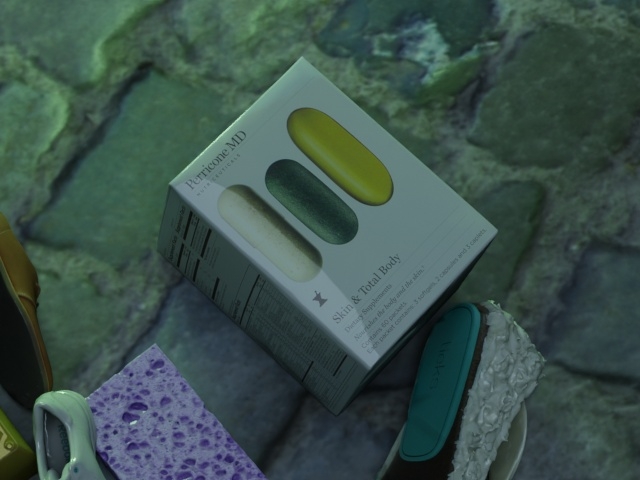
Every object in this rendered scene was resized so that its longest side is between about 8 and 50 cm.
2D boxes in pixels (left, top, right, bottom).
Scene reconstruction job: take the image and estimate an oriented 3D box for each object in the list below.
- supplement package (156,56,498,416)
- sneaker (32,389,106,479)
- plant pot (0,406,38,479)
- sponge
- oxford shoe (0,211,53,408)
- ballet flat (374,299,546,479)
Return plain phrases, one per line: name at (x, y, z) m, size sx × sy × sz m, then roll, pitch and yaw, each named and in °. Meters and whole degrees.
supplement package at (0.000, 0.000, 1.819) m, size 0.263 × 0.198 × 0.199 m, roll 42°, pitch 70°, yaw 7°
sneaker at (-0.234, 0.248, 1.736) m, size 0.080 × 0.094 × 0.212 m, roll -24°, pitch 84°, yaw 4°
plant pot at (-0.324, 0.204, 1.757) m, size 0.081 × 0.083 × 0.081 m, roll -35°, pitch 80°, yaw -19°
sponge at (-0.144, 0.220, 1.809) m, size 0.117 × 0.031 × 0.210 m, roll -38°, pitch 80°, yaw -19°
oxford shoe at (-0.306, 0.064, 1.821) m, size 0.076 × 0.076 × 0.212 m, roll -12°, pitch 81°, yaw -54°
ballet flat at (0.126, 0.253, 1.796) m, size 0.147 × 0.147 × 0.409 m, roll 26°, pitch 70°, yaw 0°
